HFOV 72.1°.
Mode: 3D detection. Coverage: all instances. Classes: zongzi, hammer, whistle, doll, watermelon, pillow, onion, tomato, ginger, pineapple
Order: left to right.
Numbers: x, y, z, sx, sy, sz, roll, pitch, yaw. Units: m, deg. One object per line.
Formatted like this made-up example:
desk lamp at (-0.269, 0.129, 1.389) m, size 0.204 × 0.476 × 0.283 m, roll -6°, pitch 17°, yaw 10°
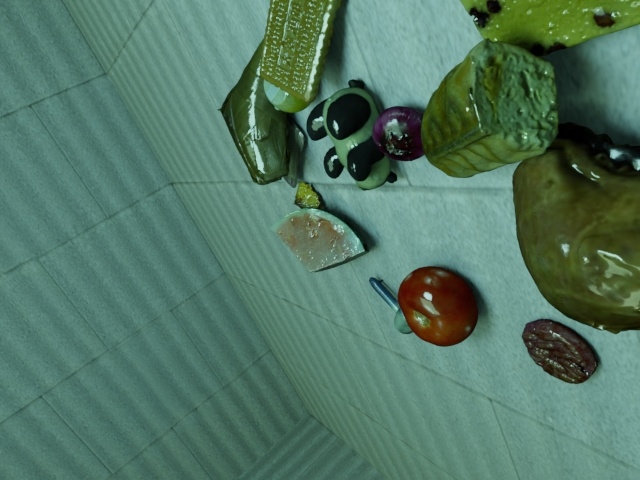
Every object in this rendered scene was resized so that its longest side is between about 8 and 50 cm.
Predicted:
zongzi at (-0.127, -0.313, 1.089) m, size 0.300 × 0.145 × 0.273 m, roll -40°, pitch 70°, yaw 54°
pillow at (-0.095, -0.255, 1.256) m, size 0.130 × 0.038 × 0.232 m, roll 52°, pitch 152°, yaw 23°
whistle at (-0.044, -0.370, 0.972) m, size 0.122 × 0.123 × 0.223 m, roll 52°, pitch 135°, yaw 5°
pineapple at (-0.040, -0.109, 1.324) m, size 0.114 × 0.077 × 0.114 m, roll 49°, pitch 169°, yaw 21°
watermelon at (0.000, 0.000, 1.267) m, size 0.260 × 0.176 × 0.256 m, roll 51°, pitch 157°, yaw 17°
doll at (0.072, -0.202, 0.912) m, size 0.144 × 0.135 × 0.234 m, roll 29°, pitch 147°, yaw 58°
hammer at (0.208, 0.174, 1.257) m, size 0.194 × 0.070 × 0.116 m, roll 48°, pitch 157°, yaw 24°
onion at (0.152, -0.195, 0.821) m, size 0.115 × 0.104 × 0.115 m, roll 20°, pitch 140°, yaw 18°
tomato at (0.272, 0.148, 1.014) m, size 0.195 × 0.136 × 0.195 m, roll 40°, pitch 150°, yaw 30°
ginger at (0.357, -0.002, 0.566) m, size 0.270 × 0.222 × 0.200 m, roll 24°, pitch 163°, yaw 39°

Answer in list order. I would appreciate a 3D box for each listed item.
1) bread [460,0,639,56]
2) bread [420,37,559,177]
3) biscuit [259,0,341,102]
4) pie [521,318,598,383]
bread at (0.310, -0.283, 0.421) m, size 0.138 × 0.077 × 0.362 m, roll 46°, pitch 161°, yaw -25°
bread at (0.223, -0.169, 0.631) m, size 0.152 × 0.130 × 0.268 m, roll 63°, pitch 178°, yaw -1°
biscuit at (-0.045, -0.417, 0.855) m, size 0.172 × 0.029 × 0.254 m, roll 38°, pitch 127°, yaw 30°
pie at (0.471, 0.222, 0.874) m, size 0.154 × 0.036 × 0.154 m, roll 41°, pitch 154°, yaw 25°
